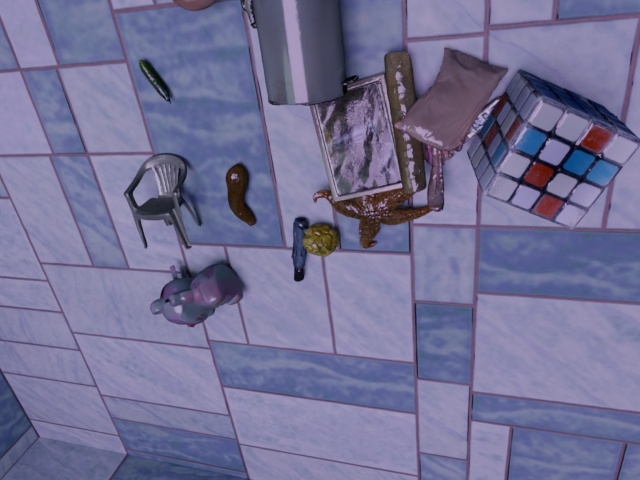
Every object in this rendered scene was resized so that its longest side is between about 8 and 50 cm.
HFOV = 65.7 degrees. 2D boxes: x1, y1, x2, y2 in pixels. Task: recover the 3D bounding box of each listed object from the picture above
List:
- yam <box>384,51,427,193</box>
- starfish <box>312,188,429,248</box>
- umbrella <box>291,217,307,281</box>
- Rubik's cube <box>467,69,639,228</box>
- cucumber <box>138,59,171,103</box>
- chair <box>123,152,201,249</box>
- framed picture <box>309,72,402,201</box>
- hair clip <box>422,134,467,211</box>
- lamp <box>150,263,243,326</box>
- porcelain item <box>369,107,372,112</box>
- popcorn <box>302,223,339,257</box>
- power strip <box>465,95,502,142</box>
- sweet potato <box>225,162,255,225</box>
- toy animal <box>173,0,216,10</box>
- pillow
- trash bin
[{"bbox_3d":[0.229,-0.313,1.334,0.083,0.083,0.371,-4,103,21],"label":"yam"},{"bbox_3d":[0.160,-0.102,1.521,0.375,0.094,0.327,16,122,3],"label":"starfish"},{"bbox_3d":[-0.075,0.035,1.706,0.053,0.052,0.250,13,123,13],"label":"umbrella"},{"bbox_3d":[0.542,-0.224,1.202,0.256,0.259,0.253,21,122,-6],"label":"Rubik's cube"},{"bbox_3d":[-0.513,-0.493,1.547,0.037,0.037,0.155,-26,107,30],"label":"cucumber"},{"bbox_3d":[-0.533,-0.132,1.700,0.203,0.190,0.274,3,128,16],"label":"chair"},{"bbox_3d":[0.109,-0.286,1.423,0.240,0.020,0.324,-9,103,23],"label":"framed picture"},{"bbox_3d":[0.321,-0.232,1.375,0.173,0.069,0.300,5,105,33],"label":"hair clip"},{"bbox_3d":[-0.469,0.186,1.857,0.301,0.247,0.247,-27,78,23],"label":"lamp"},{"bbox_3d":[0.207,-0.345,1.400,0.136,0.021,0.075,40,124,-7],"label":"porcelain item"},{"bbox_3d":[0.000,0.000,1.637,0.116,0.121,0.106,53,164,13],"label":"popcorn"},{"bbox_3d":[0.426,-0.320,1.336,0.047,0.030,0.191,46,123,-10],"label":"power strip"},{"bbox_3d":[-0.273,-0.146,1.662,0.081,0.062,0.233,4,124,15],"label":"sweet potato"},{"bbox_3d":[-0.365,-0.723,1.289,0.166,0.154,0.250,-24,108,38],"label":"toy animal"},{"bbox_3d":[0.331,-0.361,1.262,0.173,0.067,0.270,32,92,6],"label":"pillow"},{"bbox_3d":[-0.048,-0.503,1.274,0.277,0.217,0.262,3,121,16],"label":"trash bin"}]
